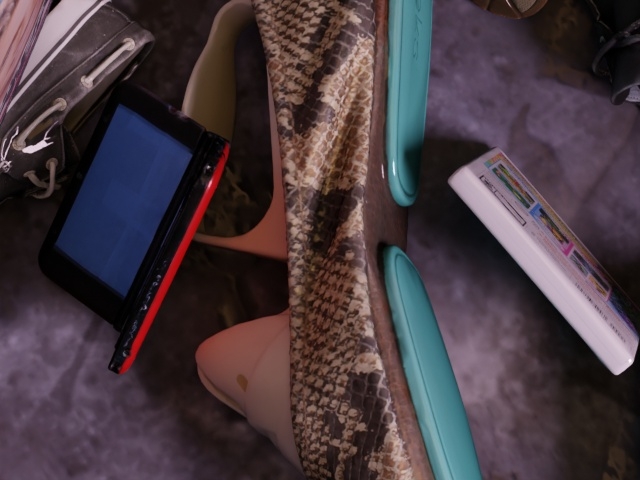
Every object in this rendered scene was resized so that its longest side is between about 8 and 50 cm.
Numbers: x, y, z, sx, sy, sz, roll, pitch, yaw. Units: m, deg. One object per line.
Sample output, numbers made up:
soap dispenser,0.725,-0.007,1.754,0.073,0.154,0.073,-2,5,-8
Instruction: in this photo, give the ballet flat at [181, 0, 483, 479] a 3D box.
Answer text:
ballet flat,0.000,0.000,1.051,0.182,0.164,0.483,-9,75,14

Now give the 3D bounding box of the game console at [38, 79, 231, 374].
game console,-0.122,-0.011,1.015,0.085,0.124,0.144,25,105,-5

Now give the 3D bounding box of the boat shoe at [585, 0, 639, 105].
boat shoe,0.244,-0.116,1.098,0.113,0.127,0.340,-42,97,-23

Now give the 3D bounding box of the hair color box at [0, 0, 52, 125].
hair color box,-0.198,-0.129,0.846,0.105,0.347,0.174,22,82,-9

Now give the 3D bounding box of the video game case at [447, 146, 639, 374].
video game case,0.149,0.009,1.060,0.019,0.143,0.157,-42,87,16

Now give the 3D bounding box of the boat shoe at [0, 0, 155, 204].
boat shoe,-0.189,-0.066,1.060,0.070,0.078,0.219,35,76,1

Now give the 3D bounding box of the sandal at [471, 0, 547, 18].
sandal,0.083,-0.247,1.134,0.219,0.090,0.060,43,56,9

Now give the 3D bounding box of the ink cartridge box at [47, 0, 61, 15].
ink cartridge box,-0.296,-0.174,1.061,0.234,0.088,0.193,-44,89,-11
